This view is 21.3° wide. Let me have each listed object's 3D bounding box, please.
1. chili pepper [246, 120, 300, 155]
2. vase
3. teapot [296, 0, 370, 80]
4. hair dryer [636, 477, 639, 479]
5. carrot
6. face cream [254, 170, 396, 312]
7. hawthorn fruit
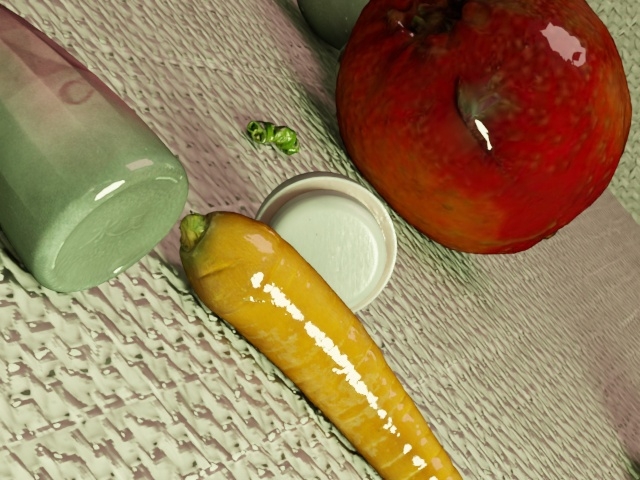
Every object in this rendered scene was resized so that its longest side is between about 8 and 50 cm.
[{"bbox_3d":[-0.037,-0.081,1.321,0.027,0.022,0.083,18,3,23],"label":"chili pepper"},{"bbox_3d":[-0.157,-0.078,0.819,0.214,0.086,0.086,49,13,21],"label":"vase"},{"bbox_3d":[0.064,-0.232,1.770,0.183,0.183,0.251,41,28,-29],"label":"teapot"},{"bbox_3d":[0.302,0.247,1.486,0.079,0.031,0.083,40,21,7],"label":"hair dryer"},{"bbox_3d":[0.015,0.079,0.975,0.271,0.062,0.066,49,-20,-18],"label":"carrot"},{"bbox_3d":[0.000,0.000,1.067,0.091,0.091,0.095,46,6,-13],"label":"face cream"},{"bbox_3d":[0.162,-0.111,1.563,0.307,0.265,0.265,49,11,-39],"label":"hawthorn fruit"}]
